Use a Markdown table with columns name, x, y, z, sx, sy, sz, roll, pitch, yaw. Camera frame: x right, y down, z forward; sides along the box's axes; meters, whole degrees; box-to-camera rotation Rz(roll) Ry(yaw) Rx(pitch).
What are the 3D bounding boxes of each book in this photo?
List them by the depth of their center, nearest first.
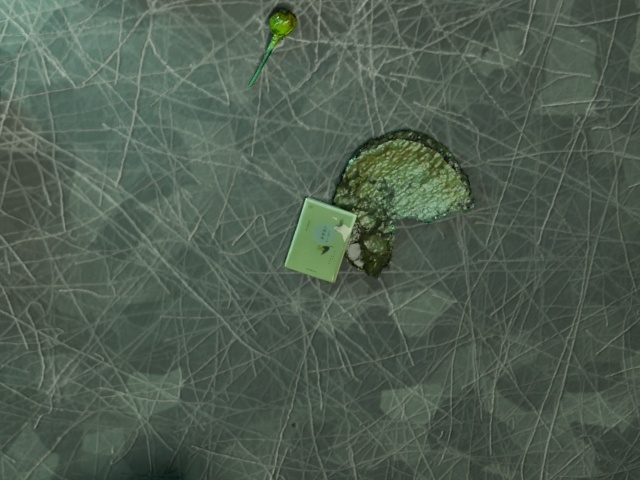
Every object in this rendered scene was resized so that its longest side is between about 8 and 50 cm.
| name | x | y | z | sx | sy | sz | roll | pitch | yaw |
| --- | --- | --- | --- | --- | --- | --- | --- | --- | --- |
| book | 0.000 | 0.000 | 2.115 | 0.077 | 0.014 | 0.111 | 19 | 110 | 2 |

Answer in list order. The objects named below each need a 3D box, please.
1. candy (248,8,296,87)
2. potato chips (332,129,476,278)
| name | x | y | z | sx | sy | sz | roll | pitch | yaw |
| --- | --- | --- | --- | --- | --- | --- | --- | --- | --- |
| candy | -0.068 | -0.257 | 1.984 | 0.035 | 0.035 | 0.123 | 22 | 116 | -14 |
| potato chips | 0.108 | -0.052 | 2.134 | 0.202 | 0.029 | 0.220 | 33 | 100 | -26 |
